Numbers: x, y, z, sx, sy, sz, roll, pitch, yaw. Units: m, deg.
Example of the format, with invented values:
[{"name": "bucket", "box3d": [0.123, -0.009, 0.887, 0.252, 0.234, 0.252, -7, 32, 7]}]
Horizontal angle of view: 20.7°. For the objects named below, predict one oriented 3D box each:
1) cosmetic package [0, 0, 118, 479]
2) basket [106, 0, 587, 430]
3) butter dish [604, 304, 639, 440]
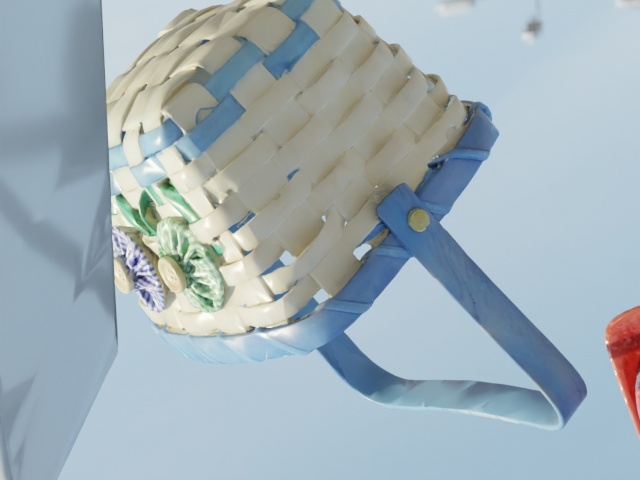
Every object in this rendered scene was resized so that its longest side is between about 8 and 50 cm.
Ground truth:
[{"name": "cosmetic package", "box3d": [-0.207, -0.060, 0.513, 0.284, 0.377, 0.097, 20, -118, 5]}, {"name": "basket", "box3d": [0.000, 0.000, 1.023, 0.201, 0.289, 0.254, -53, -162, -19]}, {"name": "butter dish", "box3d": [0.237, 0.105, 0.948, 0.160, 0.160, 0.118, -19, -173, 28]}]
